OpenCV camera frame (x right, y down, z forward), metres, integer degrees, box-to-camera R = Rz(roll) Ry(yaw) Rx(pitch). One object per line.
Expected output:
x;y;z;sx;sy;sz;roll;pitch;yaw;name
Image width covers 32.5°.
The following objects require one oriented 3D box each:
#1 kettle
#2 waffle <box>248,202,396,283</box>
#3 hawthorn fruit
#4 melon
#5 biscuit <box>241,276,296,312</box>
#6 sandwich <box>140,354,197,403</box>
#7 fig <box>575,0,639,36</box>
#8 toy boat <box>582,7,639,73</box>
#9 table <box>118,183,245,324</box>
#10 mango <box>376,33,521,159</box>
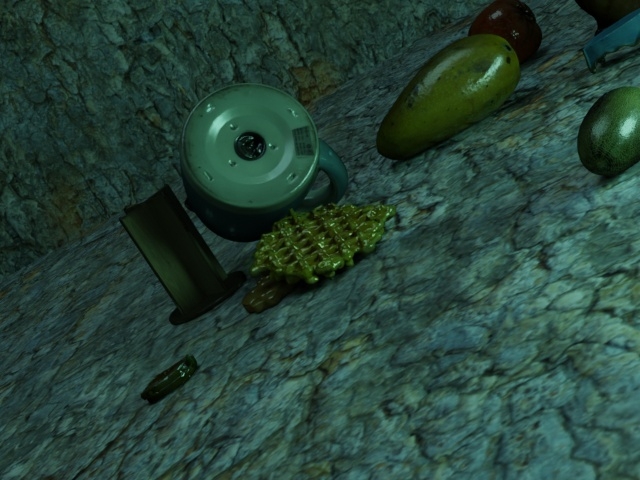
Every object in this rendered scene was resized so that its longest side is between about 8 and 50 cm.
-0.104;-0.109;2.089;0.320;0.247;0.342;2;-22;-5;kettle
0.000;0.000;1.842;0.243;0.058;0.238;-3;26;36;waffle
0.369;-0.438;2.504;0.285;0.165;0.165;-27;13;42;hawthorn fruit
0.398;-0.146;1.474;0.099;0.099;0.162;-16;23;47;melon
-0.071;0.066;1.882;0.184;0.027;0.133;-40;17;-33;biscuit
-0.235;0.214;1.700;0.101;0.026;0.069;-34;15;-8;sandwich
0.594;-0.526;2.187;0.235;0.235;0.214;-43;-20;-40;fig
0.567;-0.365;1.988;0.185;0.077;0.075;-32;11;41;toy boat
-0.270;0.019;2.053;0.167;0.226;0.167;-30;13;8;table
0.245;-0.286;2.189;0.330;0.175;0.176;-31;-31;-1;mango
